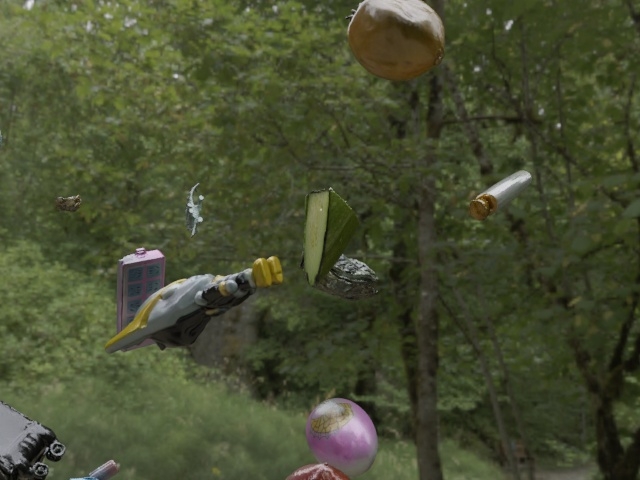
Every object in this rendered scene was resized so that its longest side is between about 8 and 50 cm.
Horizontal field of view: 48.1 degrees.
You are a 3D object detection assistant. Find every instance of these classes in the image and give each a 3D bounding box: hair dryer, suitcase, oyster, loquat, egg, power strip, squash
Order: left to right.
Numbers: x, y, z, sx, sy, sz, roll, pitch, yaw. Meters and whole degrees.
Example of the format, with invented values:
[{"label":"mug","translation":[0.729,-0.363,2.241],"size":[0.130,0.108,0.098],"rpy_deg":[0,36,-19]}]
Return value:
[{"label":"suitcase","translation":[-0.790,0.434,1.531],"size":[0.434,0.194,0.283],"rpy_deg":[35,-56,0]},{"label":"oyster","translation":[-0.541,-0.078,1.545],"size":[0.051,0.034,0.093],"rpy_deg":[-16,-2,-4]},{"label":"hair dryer","translation":[-0.527,0.563,1.734],"size":[0.063,0.037,0.114],"rpy_deg":[-30,-4,-28]},{"label":"power strip","translation":[-0.439,0.148,1.747],"size":[0.109,0.279,0.037],"rpy_deg":[-12,34,-35]},{"label":"squash","translation":[0.024,-0.002,1.340],"size":[0.085,0.184,0.192],"rpy_deg":[4,1,-12]},{"label":"oyster","translation":[0.053,0.093,2.095],"size":[0.162,0.158,0.351],"rpy_deg":[-31,-41,18]},{"label":"egg","translation":[0.066,0.554,2.010],"size":[0.196,0.196,0.271],"rpy_deg":[12,7,-33]},{"label":"loquat","translation":[0.158,-0.437,1.539],"size":[0.234,0.176,0.187],"rpy_deg":[27,28,14]}]

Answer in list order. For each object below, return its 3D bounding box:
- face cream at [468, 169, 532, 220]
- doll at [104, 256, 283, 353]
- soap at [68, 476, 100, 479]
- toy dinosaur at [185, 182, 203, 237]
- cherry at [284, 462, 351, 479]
[{"label":"face cream","translation":[0.387,-0.099,1.538],"size":[0.182,0.051,0.072],"rpy_deg":[-31,-2,-35]},{"label":"doll","translation":[-0.210,0.111,1.180],"size":[0.316,0.103,0.145],"rpy_deg":[-24,19,18]},{"label":"soap","translation":[-0.530,0.633,1.592],"size":[0.077,0.156,0.293],"rpy_deg":[8,-34,-12]},{"label":"toy dinosaur","translation":[-0.323,-0.075,1.818],"size":[0.039,0.209,0.082],"rpy_deg":[10,-47,-15]},{"label":"cherry","translation":[0.001,0.614,1.601],"size":[0.239,0.239,0.206],"rpy_deg":[-10,-30,36]}]
